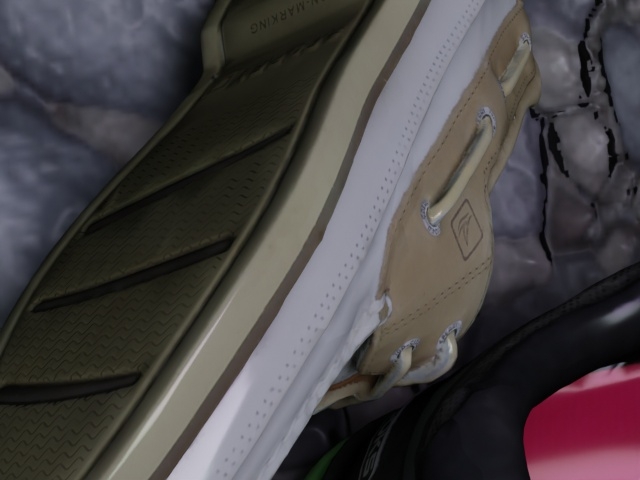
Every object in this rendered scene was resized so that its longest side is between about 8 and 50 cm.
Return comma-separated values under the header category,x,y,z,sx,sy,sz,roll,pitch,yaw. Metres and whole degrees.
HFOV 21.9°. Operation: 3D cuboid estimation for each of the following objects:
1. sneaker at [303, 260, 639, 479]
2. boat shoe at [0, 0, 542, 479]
category,x,y,z,sx,sy,sz,roll,pitch,yaw
sneaker,0.228,0.064,0.523,0.483,0.202,0.185,-16,70,-16
boat shoe,0.000,0.000,0.483,0.103,0.113,0.302,49,49,-26
